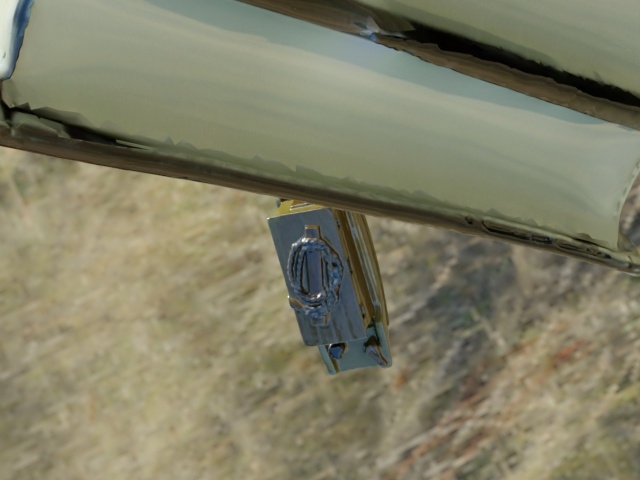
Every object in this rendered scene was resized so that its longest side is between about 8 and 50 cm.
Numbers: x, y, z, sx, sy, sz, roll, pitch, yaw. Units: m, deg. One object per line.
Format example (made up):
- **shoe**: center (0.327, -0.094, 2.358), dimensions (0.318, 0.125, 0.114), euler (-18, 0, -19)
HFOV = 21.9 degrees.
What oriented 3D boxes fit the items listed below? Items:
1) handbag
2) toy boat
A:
- **handbag**: center (-0.019, -0.115, 0.650), dimensions (0.237, 0.358, 0.160), euler (46, 115, 41)
- **toy boat**: center (0.000, 0.000, 1.109), dimensions (0.077, 0.057, 0.200), euler (-54, -50, -66)
